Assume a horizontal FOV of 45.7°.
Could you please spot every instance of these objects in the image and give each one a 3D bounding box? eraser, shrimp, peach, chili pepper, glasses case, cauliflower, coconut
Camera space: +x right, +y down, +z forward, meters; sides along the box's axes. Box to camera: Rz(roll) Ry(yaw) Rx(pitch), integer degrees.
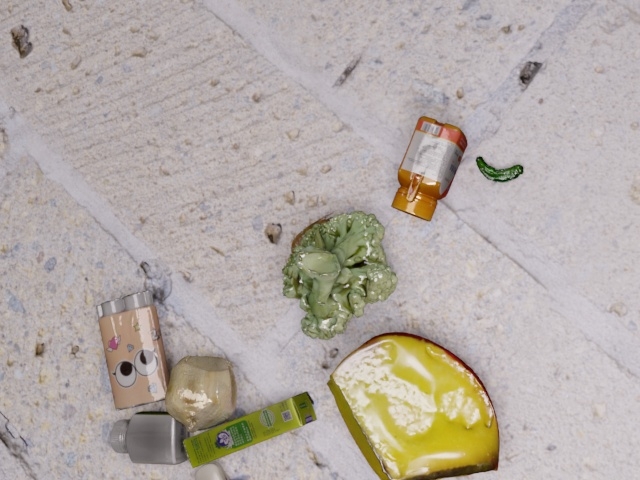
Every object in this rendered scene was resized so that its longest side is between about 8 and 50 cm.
[{"bbox_3d":[-0.492,0.293,2.024,0.171,0.087,0.291,-16,80,15],"label":"eraser"},{"bbox_3d":[-0.001,0.000,1.910,0.162,0.045,0.095,-38,75,10],"label":"shrimp"},{"bbox_3d":[0.218,0.390,1.697,0.306,0.242,0.380,-35,72,-6],"label":"peach"},{"bbox_3d":[0.420,-0.162,1.793,0.118,0.035,0.055,16,77,29],"label":"chili pepper"},{"bbox_3d":[-0.251,0.662,1.924,0.081,0.051,0.204,-30,76,15],"label":"glasses case"},{"bbox_3d":[0.047,0.087,1.771,0.260,0.281,0.327,17,96,-8],"label":"cauliflower"},{"bbox_3d":[-0.300,0.387,1.896,0.194,0.194,0.194,-2,84,18],"label":"coconut"}]

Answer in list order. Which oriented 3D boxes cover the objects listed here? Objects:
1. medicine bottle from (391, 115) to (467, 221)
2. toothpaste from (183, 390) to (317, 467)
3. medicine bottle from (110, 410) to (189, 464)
[{"bbox_3d":[0.253,-0.164,1.785,0.112,0.149,0.222,22,92,19],"label":"medicine bottle"},{"bbox_3d":[-0.174,0.471,1.887,0.327,0.110,0.077,-25,80,15],"label":"toothpaste"},{"bbox_3d":[-0.446,0.514,1.985,0.188,0.088,0.132,-3,84,19],"label":"medicine bottle"}]
